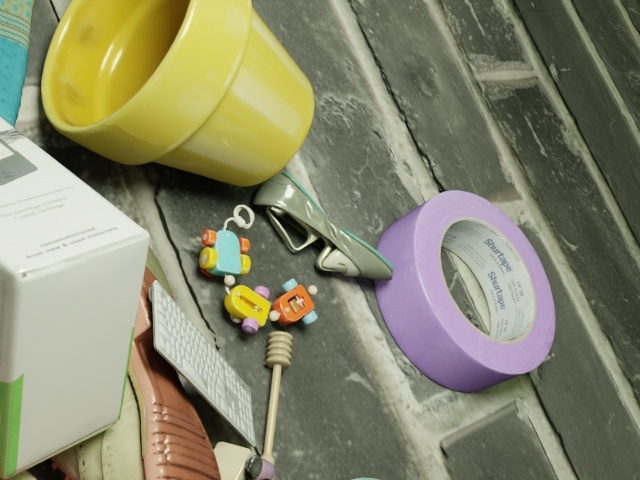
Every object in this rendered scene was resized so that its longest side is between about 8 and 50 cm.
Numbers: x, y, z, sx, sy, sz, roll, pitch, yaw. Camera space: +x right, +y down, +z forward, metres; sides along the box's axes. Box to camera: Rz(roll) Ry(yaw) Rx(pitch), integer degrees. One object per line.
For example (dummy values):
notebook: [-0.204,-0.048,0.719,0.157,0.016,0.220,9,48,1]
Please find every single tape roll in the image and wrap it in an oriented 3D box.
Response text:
tape roll: [0.207,0.070,1.243,0.275,0.090,0.274,20,54,-30]

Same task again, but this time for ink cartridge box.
ink cartridge box: [-0.275,0.018,0.701,0.273,0.198,0.115,34,36,28]

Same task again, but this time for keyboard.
keyboard: [-0.111,0.131,0.874,0.256,0.014,0.072,62,9,-54]

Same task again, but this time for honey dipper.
honey dipper: [-0.052,0.182,0.999,0.031,0.030,0.160,23,55,-30]

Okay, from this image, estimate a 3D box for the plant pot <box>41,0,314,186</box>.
plant pot: [-0.141,-0.182,0.995,0.239,0.254,0.253,29,48,-44]

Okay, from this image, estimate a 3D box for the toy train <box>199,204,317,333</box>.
toy train: [-0.081,0.047,1.043,0.166,0.046,0.125,56,43,-5]

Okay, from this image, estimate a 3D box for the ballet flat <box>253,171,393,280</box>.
ballet flat: [0.000,0.000,1.134,0.213,0.072,0.068,42,73,-13]

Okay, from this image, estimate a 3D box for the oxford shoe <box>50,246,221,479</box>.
oxford shoe: [-0.185,0.186,0.799,0.140,0.147,0.396,62,9,-58]

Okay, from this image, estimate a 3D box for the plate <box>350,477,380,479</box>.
plate: [0.070,0.363,1.001,0.188,0.024,0.188,21,53,-31]

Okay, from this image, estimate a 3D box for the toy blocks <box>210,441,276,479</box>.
toy blocks: [0.009,0.396,0.829,0.288,0.309,0.260,-62,143,-30]

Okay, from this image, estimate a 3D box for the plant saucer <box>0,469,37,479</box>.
plant saucer: [-0.291,0.260,0.614,0.332,0.084,0.332,36,31,-26]

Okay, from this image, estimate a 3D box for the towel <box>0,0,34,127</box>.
towel: [-0.438,-0.284,0.933,0.272,0.040,0.370,19,53,-33]
